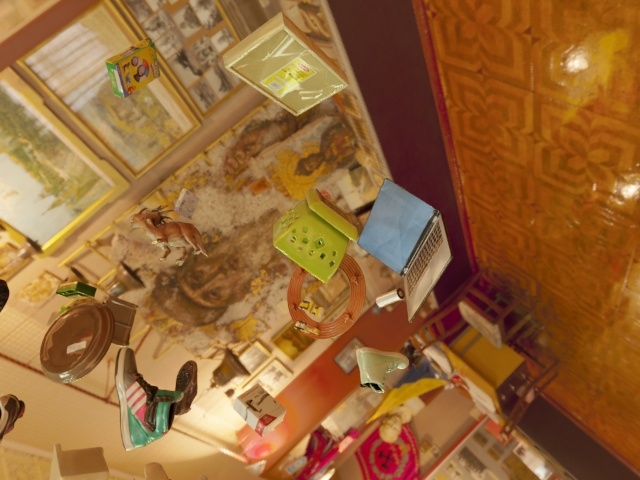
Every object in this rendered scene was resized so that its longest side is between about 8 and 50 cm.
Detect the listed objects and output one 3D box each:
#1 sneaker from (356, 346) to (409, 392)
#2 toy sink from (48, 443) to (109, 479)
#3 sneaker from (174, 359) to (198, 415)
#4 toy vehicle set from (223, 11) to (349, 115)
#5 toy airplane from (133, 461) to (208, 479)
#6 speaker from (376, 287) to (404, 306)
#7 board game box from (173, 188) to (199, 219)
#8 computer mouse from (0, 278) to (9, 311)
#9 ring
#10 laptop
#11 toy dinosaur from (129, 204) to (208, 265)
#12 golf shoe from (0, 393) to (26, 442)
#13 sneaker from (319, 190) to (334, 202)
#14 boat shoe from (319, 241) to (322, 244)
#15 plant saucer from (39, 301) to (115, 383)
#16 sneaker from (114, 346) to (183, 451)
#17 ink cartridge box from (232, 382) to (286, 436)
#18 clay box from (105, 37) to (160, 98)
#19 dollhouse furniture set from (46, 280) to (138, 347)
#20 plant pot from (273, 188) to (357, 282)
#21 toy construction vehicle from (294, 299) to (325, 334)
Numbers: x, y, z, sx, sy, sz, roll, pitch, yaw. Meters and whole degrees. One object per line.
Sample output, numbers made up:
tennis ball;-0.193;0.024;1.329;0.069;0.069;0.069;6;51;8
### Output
sneaker;0.235;0.492;1.706;0.255;0.094;0.151;19;-125;-34
toy sink;-0.697;0.696;1.324;0.131;0.153;0.234;10;175;-34
sneaker;-0.450;0.496;1.560;0.066;0.189;0.071;17;179;27
toy vehicle set;-0.070;-0.389;1.055;0.266;0.166;0.035;18;-125;-56
toy airplane;-0.550;1.007;1.637;0.384;0.273;0.386;27;-169;1
speaker;0.323;0.267;2.141;0.136;0.055;0.055;-30;104;43
board game box;-0.495;-0.134;1.702;0.020;0.090;0.090;15;166;23
computer mouse;-0.787;0.189;1.030;0.041;0.242;0.071;29;173;18
ring;0.011;0.194;1.701;0.336;0.337;0.032;43;-170;33
laptop;0.315;0.037;1.847;0.408;0.236;0.382;-85;11;-49
toy dinosaur;-0.532;-0.031;1.675;0.295;0.127;0.200;14;-131;-32
golf shoe;-0.840;0.509;1.118;0.105;0.273;0.120;19;153;-9
sneaker;0.052;-0.106;2.308;0.112;0.120;0.299;-3;-108;-62
boat shoe;0.000;0.000;1.859;0.206;0.064;0.075;67;-177;-50
plant saucer;-0.801;0.323;1.498;0.278;0.278;0.041;43;170;35
sneaker;-0.505;0.454;1.372;0.124;0.178;0.296;119;140;-75
ink cartridge box;-0.190;0.525;1.433;0.135;0.099;0.056;34;123;25
clay box;-0.644;-0.611;1.617;0.053;0.222;0.127;23;140;15
dollhouse furniture set;-0.941;0.317;1.907;0.151;0.198;0.301;-13;148;34
plant pot;-0.011;-0.032;1.541;0.228;0.207;0.227;36;-167;-16
toy construction vehicle;-0.028;0.214;1.267;0.098;0.086;0.035;3;150;45
